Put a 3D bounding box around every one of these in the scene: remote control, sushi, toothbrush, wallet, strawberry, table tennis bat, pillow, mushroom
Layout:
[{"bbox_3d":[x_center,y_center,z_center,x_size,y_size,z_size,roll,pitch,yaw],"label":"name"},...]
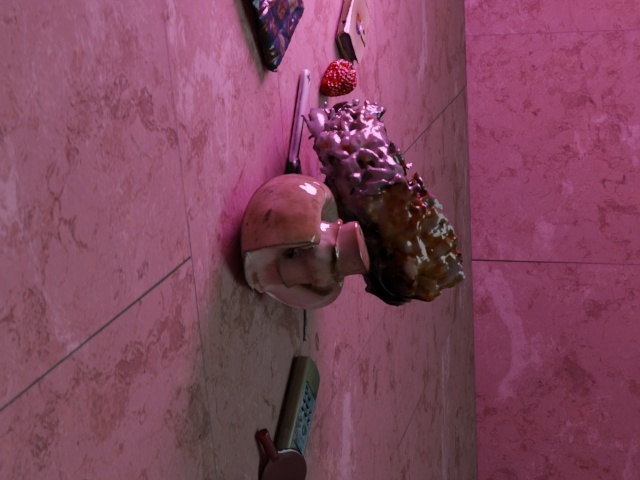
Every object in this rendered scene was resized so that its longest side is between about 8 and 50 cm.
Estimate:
[{"bbox_3d":[-0.044,0.331,1.912,0.098,0.038,0.234,68,29,-51],"label":"remote control"},{"bbox_3d":[0.105,-0.075,1.886,0.417,0.175,0.418,156,-90,-87],"label":"sushi"},{"bbox_3d":[-0.042,-0.125,1.875,0.042,0.040,0.418,58,37,-65],"label":"toothbrush"},{"bbox_3d":[0.069,-0.462,2.213,0.110,0.039,0.155,63,32,-51],"label":"wallet"},{"bbox_3d":[0.035,-0.318,2.073,0.083,0.073,0.073,-55,145,-39],"label":"strawberry"},{"bbox_3d":[-0.073,0.388,1.792,0.098,0.019,0.155,-37,121,-25],"label":"table tennis bat"},{"bbox_3d":[-0.084,-0.428,1.727,0.256,0.034,0.189,73,25,-45],"label":"pillow"},{"bbox_3d":[-0.023,-0.014,1.689,0.254,0.195,0.189,58,26,-63],"label":"mushroom"}]

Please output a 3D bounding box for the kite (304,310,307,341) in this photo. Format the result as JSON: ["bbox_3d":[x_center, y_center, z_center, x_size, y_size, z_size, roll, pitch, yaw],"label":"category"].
[{"bbox_3d":[-0.028,0.119,1.996,0.137,0.005,0.153,26,67,-69],"label":"kite"}]

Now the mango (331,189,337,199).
[{"bbox_3d":[0.060,-0.120,2.177,0.187,0.066,0.101,5,86,-64],"label":"mango"}]
